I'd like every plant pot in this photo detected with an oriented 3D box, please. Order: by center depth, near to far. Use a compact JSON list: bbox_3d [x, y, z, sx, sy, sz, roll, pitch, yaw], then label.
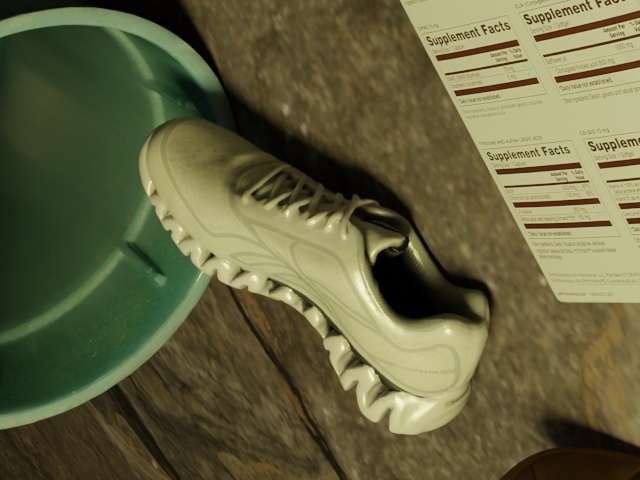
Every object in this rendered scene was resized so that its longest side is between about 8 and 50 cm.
[{"bbox_3d":[-0.293,-0.082,1.399,0.334,0.341,0.341,39,151,44],"label":"plant pot"}]

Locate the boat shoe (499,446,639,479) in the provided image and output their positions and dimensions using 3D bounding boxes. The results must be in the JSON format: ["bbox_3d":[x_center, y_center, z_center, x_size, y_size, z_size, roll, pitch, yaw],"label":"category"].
[{"bbox_3d":[0.244,0.245,1.098,0.342,0.123,0.123,24,141,36],"label":"boat shoe"}]

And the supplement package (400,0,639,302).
[{"bbox_3d":[0.156,-0.110,0.719,0.149,0.194,0.203,-4,118,60],"label":"supplement package"}]

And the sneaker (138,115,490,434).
[{"bbox_3d":[0.000,0.000,1.241,0.292,0.110,0.118,39,144,12],"label":"sneaker"}]
